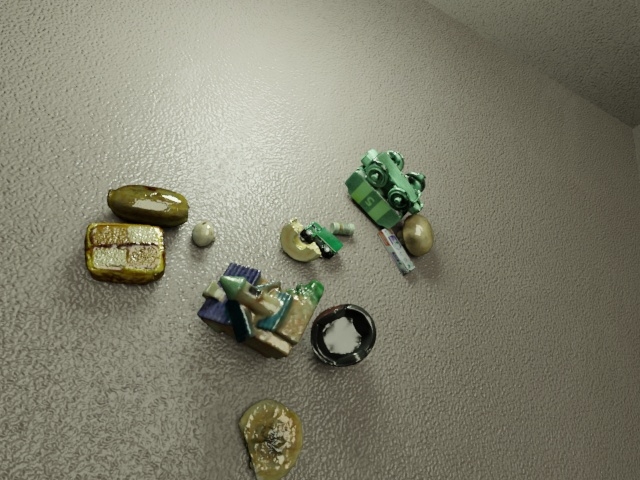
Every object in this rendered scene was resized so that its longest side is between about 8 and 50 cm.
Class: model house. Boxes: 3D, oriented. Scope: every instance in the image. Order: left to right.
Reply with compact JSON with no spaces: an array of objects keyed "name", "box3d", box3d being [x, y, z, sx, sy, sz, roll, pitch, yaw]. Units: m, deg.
[{"name":"model house","box3d":[-0.190,0.180,1.220,0.280,0.312,0.245,34,62,-9]}]

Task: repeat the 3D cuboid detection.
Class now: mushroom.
[{"name":"mushroom","box3d":[-0.373,-0.019,1.372,0.079,0.085,0.085,25,53,-52]},{"name":"mushroom","box3d":[0.374,-0.022,1.656,0.166,0.127,0.166,13,74,-55]}]

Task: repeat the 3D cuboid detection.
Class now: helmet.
[{"name":"helmet","box3d":[0.069,0.301,1.343,0.216,0.193,0.189,-22,82,-18]}]

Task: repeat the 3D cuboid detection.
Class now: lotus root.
[{"name":"lotus root","box3d":[-0.526,-0.102,1.304,0.241,0.124,0.122,4,65,-21]}]

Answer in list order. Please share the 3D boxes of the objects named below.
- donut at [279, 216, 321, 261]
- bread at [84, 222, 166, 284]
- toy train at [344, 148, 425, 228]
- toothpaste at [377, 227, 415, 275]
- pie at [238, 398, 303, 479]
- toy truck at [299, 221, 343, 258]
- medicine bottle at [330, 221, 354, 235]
[{"name":"donut","box3d":[-0.077,0.007,1.467,0.166,0.108,0.065,50,33,-7]},{"name":"bread","box3d":[-0.571,0.037,1.239,0.222,0.096,0.181,3,69,-20]},{"name":"toy train","box3d":[0.253,-0.202,1.617,0.299,0.238,0.167,48,52,1]},{"name":"toothpaste","box3d":[0.296,0.040,1.646,0.047,0.040,0.196,-25,80,-34]},{"name":"pie","box3d":[-0.137,0.570,1.221,0.185,0.052,0.218,-16,77,-34]},{"name":"toy truck","box3d":[0.000,0.000,1.521,0.147,0.065,0.079,42,56,-2]},{"name":"medicine bottle","box3d":[0.082,-0.044,1.587,0.083,0.047,0.047,4,66,-22]}]
